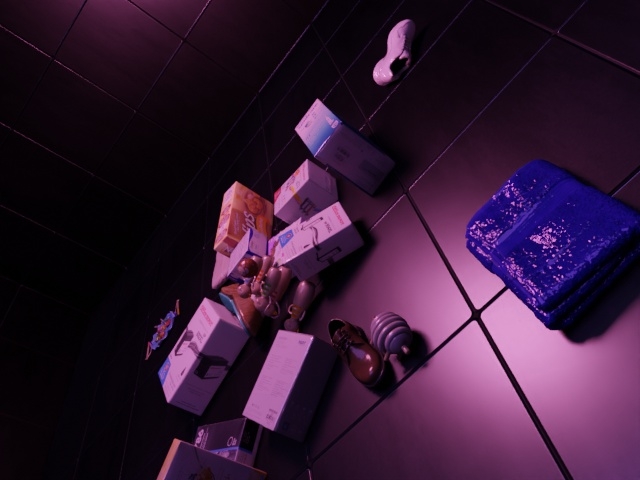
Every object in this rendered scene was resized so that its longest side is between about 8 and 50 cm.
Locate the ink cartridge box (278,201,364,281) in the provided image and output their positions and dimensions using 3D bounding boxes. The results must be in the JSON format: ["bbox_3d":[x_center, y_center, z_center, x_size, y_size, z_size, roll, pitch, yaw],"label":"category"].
[{"bbox_3d":[0.000,0.000,1.549,0.203,0.086,0.148,-32,31,4],"label":"ink cartridge box"}]

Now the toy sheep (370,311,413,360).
[{"bbox_3d":[0.147,0.196,1.162,0.091,0.091,0.132,-55,40,6],"label":"toy sheep"}]

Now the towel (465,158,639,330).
[{"bbox_3d":[0.383,-0.012,0.976,0.227,0.076,0.308,-52,26,14],"label":"towel"}]

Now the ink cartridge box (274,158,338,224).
[{"bbox_3d":[-0.047,-0.143,1.819,0.176,0.127,0.128,-44,29,26],"label":"ink cartridge box"}]

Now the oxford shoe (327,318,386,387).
[{"bbox_3d":[0.068,0.243,1.233,0.083,0.096,0.227,-55,28,3],"label":"oxford shoe"}]

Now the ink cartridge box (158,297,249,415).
[{"bbox_3d":[-0.383,0.370,1.845,0.307,0.129,0.223,-58,26,-1],"label":"ink cartridge box"}]

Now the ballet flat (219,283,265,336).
[{"bbox_3d":[-0.229,0.202,1.799,0.124,0.116,0.342,-29,17,-14],"label":"ballet flat"}]

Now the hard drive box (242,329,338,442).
[{"bbox_3d":[-0.074,0.346,1.374,0.181,0.089,0.232,-4,58,59],"label":"hard drive box"}]

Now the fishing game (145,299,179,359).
[{"bbox_3d":[-0.702,0.393,2.490,0.264,0.041,0.189,-52,24,12],"label":"fishing game"}]

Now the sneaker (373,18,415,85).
[{"bbox_3d":[0.268,-0.614,1.849,0.115,0.090,0.232,23,91,57],"label":"sneaker"}]

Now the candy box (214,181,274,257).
[{"bbox_3d":[-0.270,-0.054,2.049,0.087,0.183,0.316,-42,30,31],"label":"candy box"}]

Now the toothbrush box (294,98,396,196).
[{"bbox_3d":[0.066,-0.280,1.670,0.126,0.216,0.295,-51,27,14],"label":"toothbrush box"}]

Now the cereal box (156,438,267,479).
[{"bbox_3d":[-0.255,0.571,1.273,0.047,0.240,0.173,-14,50,56],"label":"cereal box"}]

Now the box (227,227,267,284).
[{"bbox_3d":[-0.239,0.053,1.852,0.137,0.072,0.126,-50,24,29],"label":"box"}]

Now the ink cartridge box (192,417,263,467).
[{"bbox_3d":[-0.283,0.580,1.519,0.333,0.065,0.165,-30,38,45],"label":"ink cartridge box"}]

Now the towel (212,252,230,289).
[{"bbox_3d":[-0.356,0.049,2.247,0.187,0.049,0.282,-42,31,32],"label":"towel"}]

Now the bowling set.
[{"bbox_3d":[-0.174,0.133,1.593,0.287,0.200,0.154,27,96,52],"label":"bowling set"}]

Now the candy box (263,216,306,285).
[{"bbox_3d":[-0.106,0.043,1.784,0.196,0.070,0.165,-32,36,43],"label":"candy box"}]
